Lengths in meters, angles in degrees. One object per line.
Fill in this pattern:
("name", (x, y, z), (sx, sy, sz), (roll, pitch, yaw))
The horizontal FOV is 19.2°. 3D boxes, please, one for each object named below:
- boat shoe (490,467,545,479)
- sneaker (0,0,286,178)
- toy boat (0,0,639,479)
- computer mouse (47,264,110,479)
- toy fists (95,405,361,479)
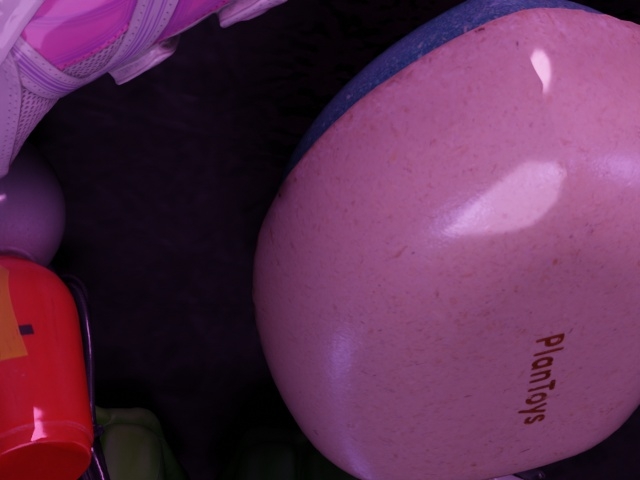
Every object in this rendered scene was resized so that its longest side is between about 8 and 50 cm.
("boat shoe", (0.065, 0.093, 0.925), (0.125, 0.038, 0.046), (28, 160, -32))
("sneaker", (-0.055, -0.100, 0.617), (0.111, 0.103, 0.252), (19, 134, -28))
("toy boat", (0.000, 0.000, 0.735), (0.318, 0.148, 0.267), (-10, 146, -13))
("computer mouse", (-0.189, 0.134, 0.824), (0.262, 0.184, 0.060), (-24, 156, 16))
("toy fists", (-0.060, 0.142, 0.907), (0.279, 0.096, 0.142), (7, 149, -2))
